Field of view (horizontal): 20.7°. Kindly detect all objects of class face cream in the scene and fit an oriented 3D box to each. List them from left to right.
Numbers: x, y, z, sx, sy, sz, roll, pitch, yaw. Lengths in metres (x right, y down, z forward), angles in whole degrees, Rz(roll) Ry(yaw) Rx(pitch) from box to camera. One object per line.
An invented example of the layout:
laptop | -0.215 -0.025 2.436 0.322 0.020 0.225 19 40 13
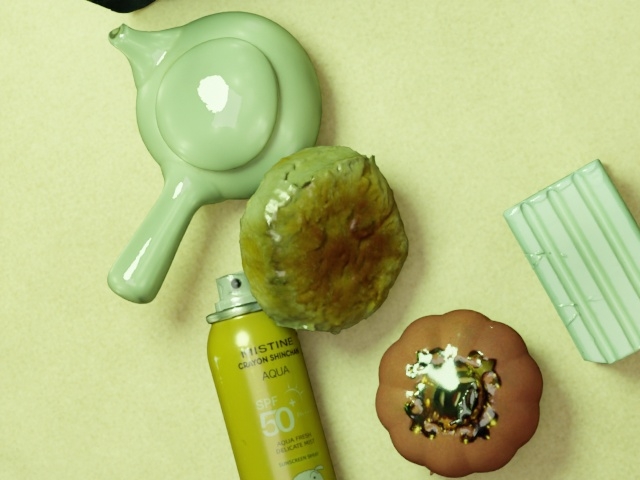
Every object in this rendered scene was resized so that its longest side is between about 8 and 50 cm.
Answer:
face cream | -0.050 0.203 1.913 0.105 0.105 0.348 -16 87 12

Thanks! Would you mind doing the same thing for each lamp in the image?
lamp | 0.145 0.162 1.854 0.182 0.140 0.182 -1 86 14

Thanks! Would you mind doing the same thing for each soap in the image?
soap | 0.293 0.026 1.857 0.119 0.066 0.198 -30 85 12

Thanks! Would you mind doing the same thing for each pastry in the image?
pastry | 0.000 0.000 1.868 0.182 0.093 0.192 -30 117 -23

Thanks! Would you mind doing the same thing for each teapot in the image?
teapot | -0.112 -0.091 1.899 0.220 0.149 0.318 0 90 13

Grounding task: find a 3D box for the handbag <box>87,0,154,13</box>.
handbag | -0.130 -0.358 1.822 0.329 0.303 0.122 -23 86 10
